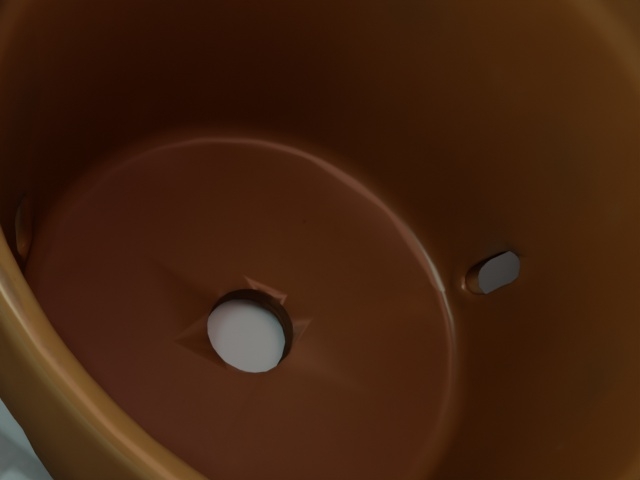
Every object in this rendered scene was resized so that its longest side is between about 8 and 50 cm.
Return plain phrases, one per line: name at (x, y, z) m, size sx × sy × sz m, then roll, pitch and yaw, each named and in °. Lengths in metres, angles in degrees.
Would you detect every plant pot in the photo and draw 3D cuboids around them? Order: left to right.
plant pot at (0.000, 0.000, 0.533) m, size 0.291 × 0.203 × 0.291 m, roll 8°, pitch 64°, yaw -17°
